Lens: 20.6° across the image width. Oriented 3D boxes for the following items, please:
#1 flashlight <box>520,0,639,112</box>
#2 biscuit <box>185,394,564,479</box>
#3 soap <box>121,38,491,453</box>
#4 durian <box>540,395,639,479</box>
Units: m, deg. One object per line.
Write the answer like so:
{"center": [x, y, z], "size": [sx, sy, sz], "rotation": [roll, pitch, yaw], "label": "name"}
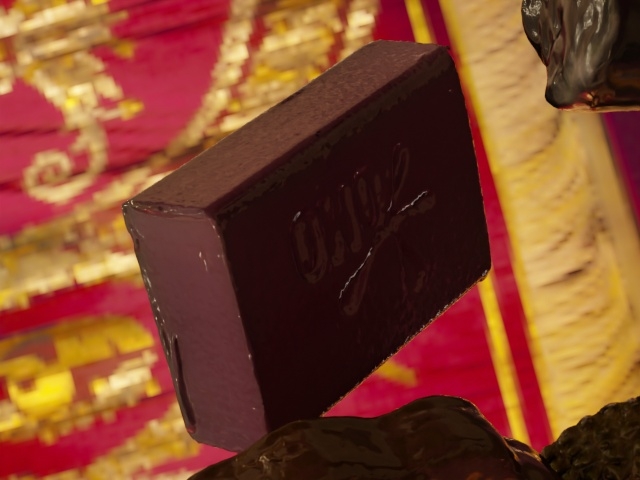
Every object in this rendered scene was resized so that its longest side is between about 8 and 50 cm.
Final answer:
{"center": [0.310, -0.122, 0.922], "size": [0.103, 0.424, 0.103], "rotation": [176, 90, -71], "label": "flashlight"}
{"center": [-0.002, 0.255, 1.026], "size": [0.074, 0.381, 0.359], "rotation": [45, 146, 51], "label": "biscuit"}
{"center": [0.002, 0.000, 1.140], "size": [0.259, 0.081, 0.181], "rotation": [-36, -56, -42], "label": "soap"}
{"center": [0.205, 0.192, 1.168], "size": [0.193, 0.237, 0.137], "rotation": [64, -173, -67], "label": "durian"}
